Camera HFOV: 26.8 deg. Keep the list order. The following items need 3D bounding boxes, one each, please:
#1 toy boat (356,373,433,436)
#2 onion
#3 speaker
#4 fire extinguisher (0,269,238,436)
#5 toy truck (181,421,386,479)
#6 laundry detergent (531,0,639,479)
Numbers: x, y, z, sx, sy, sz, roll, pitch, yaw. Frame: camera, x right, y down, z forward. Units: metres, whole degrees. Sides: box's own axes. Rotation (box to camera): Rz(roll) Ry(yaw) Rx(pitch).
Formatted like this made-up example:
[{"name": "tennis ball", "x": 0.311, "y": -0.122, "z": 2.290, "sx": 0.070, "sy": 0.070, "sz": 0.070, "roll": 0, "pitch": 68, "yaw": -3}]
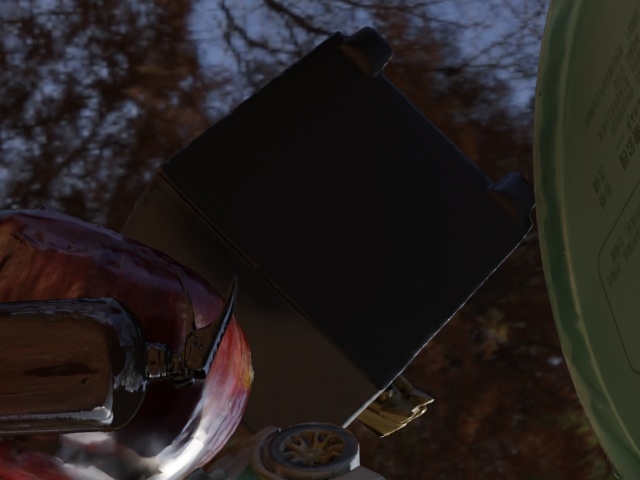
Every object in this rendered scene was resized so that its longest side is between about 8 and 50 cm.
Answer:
[{"name": "toy boat", "x": 0.018, "y": 0.096, "z": 1.204, "sx": 0.206, "sy": 0.064, "sz": 0.072, "roll": 37, "pitch": -42, "yaw": 31}, {"name": "onion", "x": -0.169, "y": 0.084, "z": 0.874, "sx": 0.246, "sy": 0.246, "sz": 0.190, "roll": 4, "pitch": -121, "yaw": 40}, {"name": "speaker", "x": 0.000, "y": 0.000, "z": 1.060, "sx": 0.232, "sy": 0.254, "sz": 0.184, "roll": 44, "pitch": -38, "yaw": 3}, {"name": "fire extinguisher", "x": -0.177, "y": 0.059, "z": 0.701, "sx": 0.072, "sy": 0.268, "sz": 0.089, "roll": 86, "pitch": 1, "yaw": -54}, {"name": "toy truck", "x": 0.056, "y": 0.227, "z": 0.688, "sx": 0.367, "sy": 0.175, "sz": 0.146, "roll": 19, "pitch": -59, "yaw": 42}, {"name": "laundry detergent", "x": 0.284, "y": -0.030, "z": 0.576, "sx": 0.287, "sy": 0.305, "sz": 0.287, "roll": 175, "pitch": -90, "yaw": -78}]
